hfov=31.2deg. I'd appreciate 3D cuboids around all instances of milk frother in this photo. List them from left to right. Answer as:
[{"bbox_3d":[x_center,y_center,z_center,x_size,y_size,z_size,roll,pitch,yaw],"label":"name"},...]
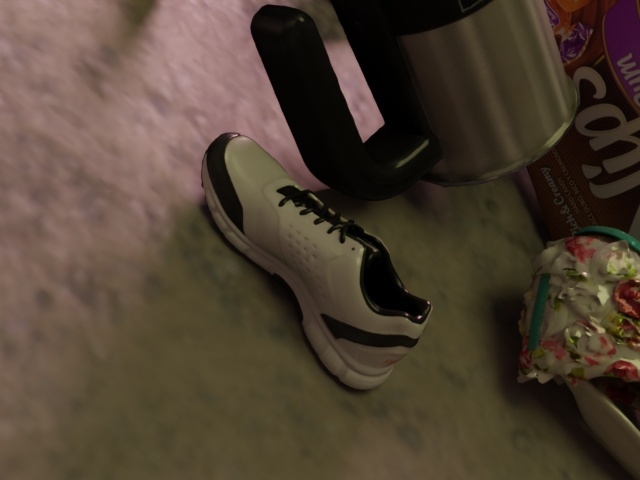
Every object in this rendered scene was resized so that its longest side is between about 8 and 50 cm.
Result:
[{"bbox_3d":[0.018,-0.101,0.483,0.143,0.129,0.135,52,-9,51],"label":"milk frother"}]

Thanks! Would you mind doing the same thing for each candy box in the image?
[{"bbox_3d":[0.144,-0.072,0.538,0.053,0.109,0.187,3,65,-40],"label":"candy box"}]

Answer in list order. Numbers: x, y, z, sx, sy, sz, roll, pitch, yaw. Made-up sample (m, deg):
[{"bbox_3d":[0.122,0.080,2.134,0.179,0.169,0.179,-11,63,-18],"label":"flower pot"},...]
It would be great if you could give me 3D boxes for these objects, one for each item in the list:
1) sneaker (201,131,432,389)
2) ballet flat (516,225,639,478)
[{"bbox_3d":[0.000,0.000,0.418,0.109,0.044,0.040,50,41,6],"label":"sneaker"},{"bbox_3d":[0.177,0.087,0.493,0.241,0.091,0.077,34,71,-10],"label":"ballet flat"}]
